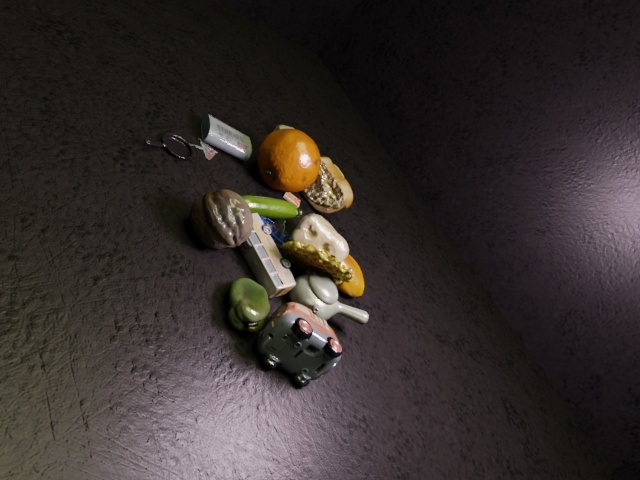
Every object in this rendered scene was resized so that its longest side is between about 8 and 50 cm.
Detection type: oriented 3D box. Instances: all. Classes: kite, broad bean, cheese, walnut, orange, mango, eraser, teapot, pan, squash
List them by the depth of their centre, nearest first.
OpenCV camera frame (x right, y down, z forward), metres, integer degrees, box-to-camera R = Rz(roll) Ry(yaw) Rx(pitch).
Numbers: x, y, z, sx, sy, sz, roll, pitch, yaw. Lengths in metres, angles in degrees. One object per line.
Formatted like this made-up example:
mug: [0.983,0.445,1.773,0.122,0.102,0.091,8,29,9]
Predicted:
broad bean: [-0.238,0.214,1.533,0.169,0.100,0.227,34,30,-38]
walnut: [-0.351,-0.077,1.619,0.224,0.224,0.224,33,32,-25]
teapot: [0.026,0.234,1.803,0.319,0.149,0.219,19,42,-40]
pan: [-0.610,-0.378,1.810,0.136,0.028,0.235,55,27,14]
squash: [-0.223,-0.140,1.972,0.379,0.101,0.101,4,52,-46]
cheese: [-0.001,0.001,1.982,0.251,0.173,0.248,36,6,-5]
kite: [-0.514,-0.404,1.991,0.157,0.011,0.139,8,46,-49]
mango: [0.108,0.147,2.042,0.252,0.126,0.154,53,37,2]
eraser: [-0.436,-0.476,2.107,0.227,0.081,0.174,23,33,-36]
orange: [-0.150,-0.376,2.147,0.312,0.312,0.312,33,32,-25]

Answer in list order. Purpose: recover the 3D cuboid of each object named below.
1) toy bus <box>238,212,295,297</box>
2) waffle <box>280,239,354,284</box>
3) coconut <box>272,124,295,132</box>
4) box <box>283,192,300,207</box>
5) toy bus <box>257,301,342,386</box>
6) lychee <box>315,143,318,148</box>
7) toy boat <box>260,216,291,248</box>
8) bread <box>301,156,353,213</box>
toy bus: [-0.223,0.056,1.745,0.138,0.097,0.342,-12,65,-50]
waffle: [-0.015,0.088,1.804,0.312,0.307,0.060,29,74,-1]
coconut: [-0.194,-0.578,2.520,0.122,0.116,0.116,-3,57,-49]
box: [-0.142,-0.206,2.241,0.093,0.015,0.058,37,33,-19]
toy bus: [-0.066,0.327,1.539,0.288,0.194,0.232,36,23,-20]
lychee: [-0.096,-0.467,2.459,0.188,0.188,0.188,33,32,-25]
toy boat: [-0.179,-0.050,1.911,0.175,0.110,0.091,41,27,-9]
bread: [0.022,-0.283,2.375,0.315,0.212,0.270,58,22,1]
